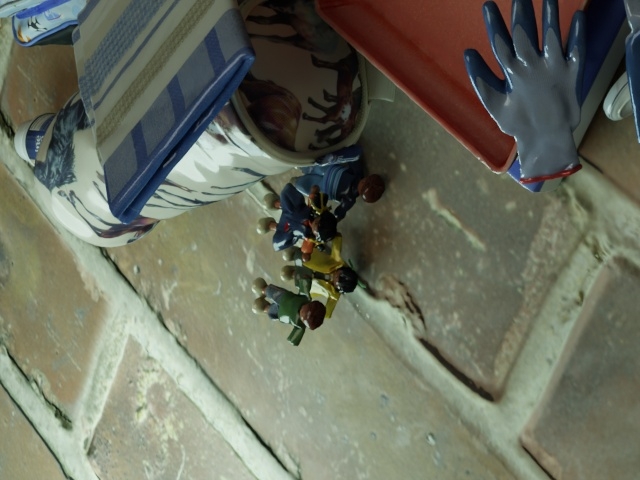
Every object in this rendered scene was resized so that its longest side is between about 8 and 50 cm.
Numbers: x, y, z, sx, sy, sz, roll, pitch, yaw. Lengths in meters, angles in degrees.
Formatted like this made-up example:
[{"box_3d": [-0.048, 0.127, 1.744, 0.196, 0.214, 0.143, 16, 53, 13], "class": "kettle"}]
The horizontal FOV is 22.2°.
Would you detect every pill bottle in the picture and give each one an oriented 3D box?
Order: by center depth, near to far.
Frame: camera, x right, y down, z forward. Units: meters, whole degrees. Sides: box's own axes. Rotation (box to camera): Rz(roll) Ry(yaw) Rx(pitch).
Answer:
[{"box_3d": [-0.294, -0.110, 1.839, 0.120, 0.067, 0.067, 8, 103, 49], "class": "pill bottle"}]

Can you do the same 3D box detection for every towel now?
[{"box_3d": [-0.139, -0.171, 1.413, 0.209, 0.034, 0.285, -49, 37, 26], "class": "towel"}]

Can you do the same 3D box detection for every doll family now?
[{"box_3d": [0.000, 0.000, 1.513, 0.111, 0.076, 0.193, 14, 105, 52], "class": "doll family"}]

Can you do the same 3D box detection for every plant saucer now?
[{"box_3d": [0.123, -0.227, 1.278, 0.258, 0.047, 0.259, 46, 128, 34], "class": "plant saucer"}]

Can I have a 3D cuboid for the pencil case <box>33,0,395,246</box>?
[{"box_3d": [-0.116, -0.104, 1.549, 0.410, 0.183, 0.160, -18, 61, 53], "class": "pencil case"}]

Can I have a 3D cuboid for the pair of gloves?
[{"box_3d": [0.210, -0.120, 1.192, 0.198, 0.023, 0.159, -10, 120, 15], "class": "pair of gloves"}]

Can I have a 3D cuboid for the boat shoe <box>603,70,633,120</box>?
[{"box_3d": [0.252, -0.119, 1.224, 0.100, 0.035, 0.035, -48, 58, 35], "class": "boat shoe"}]

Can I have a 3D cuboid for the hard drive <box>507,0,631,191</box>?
[{"box_3d": [0.173, -0.227, 1.290, 0.210, 0.040, 0.319, 47, 129, 33], "class": "hard drive"}]

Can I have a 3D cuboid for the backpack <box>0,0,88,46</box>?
[{"box_3d": [-0.250, -0.338, 1.650, 0.276, 0.213, 0.263, -5, 85, 51], "class": "backpack"}]
